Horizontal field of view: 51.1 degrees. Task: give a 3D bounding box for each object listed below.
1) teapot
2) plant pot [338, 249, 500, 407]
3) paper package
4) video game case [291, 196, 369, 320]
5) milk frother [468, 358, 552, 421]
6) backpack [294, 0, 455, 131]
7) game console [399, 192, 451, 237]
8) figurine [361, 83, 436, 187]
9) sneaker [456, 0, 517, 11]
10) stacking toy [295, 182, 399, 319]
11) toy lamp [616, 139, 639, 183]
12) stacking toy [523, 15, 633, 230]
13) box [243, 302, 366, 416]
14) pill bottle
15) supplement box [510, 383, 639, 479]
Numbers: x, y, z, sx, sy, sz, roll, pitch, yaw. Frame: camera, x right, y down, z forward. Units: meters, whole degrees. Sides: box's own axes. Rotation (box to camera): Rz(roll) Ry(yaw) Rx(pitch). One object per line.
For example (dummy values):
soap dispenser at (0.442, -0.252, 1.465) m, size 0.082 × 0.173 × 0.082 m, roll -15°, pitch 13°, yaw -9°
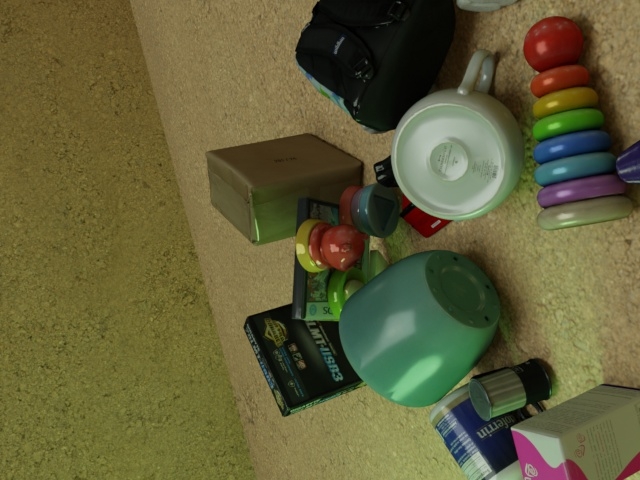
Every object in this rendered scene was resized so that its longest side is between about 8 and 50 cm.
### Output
teapot at (0.263, -0.173, 1.229) m, size 0.256 × 0.187 × 0.252 m, roll -34°, pitch 92°, yaw 36°
plant pot at (0.221, 0.158, 1.366) m, size 0.235 × 0.293 × 0.292 m, roll -51°, pitch 57°, yaw 43°
paper package at (-0.100, -0.147, 1.765) m, size 0.309 × 0.325 × 0.168 m, roll 39°, pitch 136°, yaw 49°
video game case at (0.031, 0.051, 1.572) m, size 0.035 × 0.248 × 0.274 m, roll -2°, pitch 83°, yaw 39°
milk frother at (0.369, 0.319, 1.304) m, size 0.129 × 0.135 × 0.143 m, roll 131°, pitch 123°, yaw -75°
backpack at (0.092, -0.385, 1.336) m, size 0.356 × 0.273 × 0.290 m, roll 35°, pitch 102°, yaw 42°
game console at (0.242, -0.093, 1.480) m, size 0.124 × 0.085 × 0.144 m, roll 41°, pitch 150°, yaw -2°
figurine at (0.190, -0.249, 1.432) m, size 0.209 × 0.093 × 0.214 m, roll -31°, pitch 70°, yaw 54°
sneaker at (0.312, -0.472, 1.102) m, size 0.240 × 0.091 × 0.126 m, roll -11°, pitch 75°, yaw 64°
stacking toy at (0.109, 0.027, 1.539) m, size 0.131 × 0.309 × 0.279 m, roll -3°, pitch 120°, yaw 39°
toy lamp at (0.512, -0.130, 0.872) m, size 0.275 × 0.080 × 0.080 m, roll -24°, pitch 81°, yaw 62°
stacking toy at (0.387, -0.187, 1.050) m, size 0.141 × 0.141 × 0.330 m, roll -17°, pitch 81°, yaw 63°
box at (-0.029, 0.312, 1.896) m, size 0.295 × 0.294 × 0.073 m, roll 62°, pitch 152°, yaw 26°
pill bottle at (0.355, 0.432, 1.370) m, size 0.264 × 0.153 × 0.153 m, roll 56°, pitch 147°, yaw 30°
supplement box at (0.437, 0.324, 1.084) m, size 0.114 × 0.220 × 0.111 m, roll -11°, pitch 93°, yaw 63°
